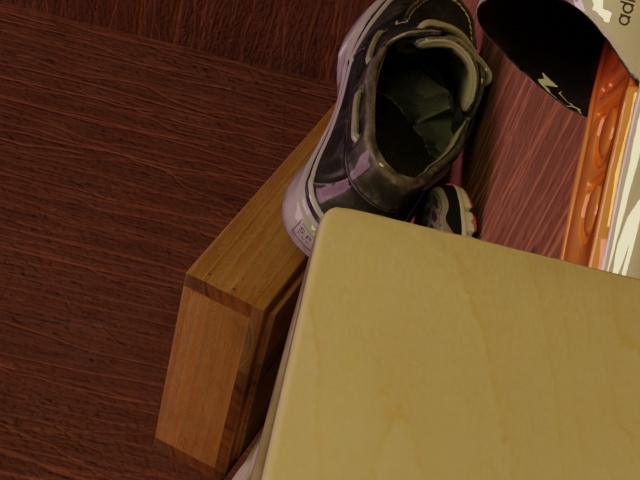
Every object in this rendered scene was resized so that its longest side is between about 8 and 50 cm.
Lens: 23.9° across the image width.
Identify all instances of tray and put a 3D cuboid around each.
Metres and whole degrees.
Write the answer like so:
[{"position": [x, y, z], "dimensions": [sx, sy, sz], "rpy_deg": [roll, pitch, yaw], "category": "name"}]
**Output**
[{"position": [0.000, 0.000, 1.317], "dimensions": [0.411, 0.076, 0.202], "rpy_deg": [-51, -18, -46], "category": "tray"}]

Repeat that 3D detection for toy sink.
[{"position": [0.022, 0.133, 0.424], "dimensions": [0.152, 0.131, 0.234], "rpy_deg": [-77, 1, -46], "category": "toy sink"}]

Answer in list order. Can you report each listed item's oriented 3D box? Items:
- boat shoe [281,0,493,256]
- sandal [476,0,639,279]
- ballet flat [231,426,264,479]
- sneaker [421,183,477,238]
[{"position": [0.077, -0.106, 1.142], "dimensions": [0.119, 0.121, 0.335], "rpy_deg": [-40, 20, 39], "category": "boat shoe"}, {"position": [0.095, -0.070, 0.565], "dimensions": [0.102, 0.076, 0.265], "rpy_deg": [111, 172, -76], "category": "sandal"}, {"position": [-0.037, 0.236, 1.124], "dimensions": [0.139, 0.139, 0.400], "rpy_deg": [105, -170, -46], "category": "ballet flat"}, {"position": [0.057, 0.035, 1.010], "dimensions": [0.063, 0.075, 0.170], "rpy_deg": [108, 176, -69], "category": "sneaker"}]
